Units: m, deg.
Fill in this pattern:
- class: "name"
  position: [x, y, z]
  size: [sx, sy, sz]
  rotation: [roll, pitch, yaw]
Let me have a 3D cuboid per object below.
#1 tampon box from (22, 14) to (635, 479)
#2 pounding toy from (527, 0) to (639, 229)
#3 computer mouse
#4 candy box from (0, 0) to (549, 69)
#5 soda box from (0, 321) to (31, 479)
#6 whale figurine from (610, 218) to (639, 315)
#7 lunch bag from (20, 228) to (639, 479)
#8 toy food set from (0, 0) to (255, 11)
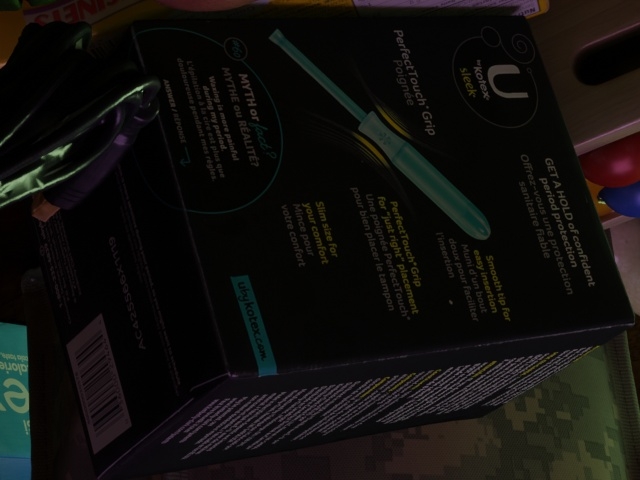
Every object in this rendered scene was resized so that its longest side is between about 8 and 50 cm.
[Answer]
- class: "tampon box"
  position: [0.000, 0.000, 0.653]
  size: [0.161, 0.120, 0.101]
  rotation: [-5, 160, -34]
- class: "pounding toy"
  position: [0.141, -0.058, 0.723]
  size: [0.141, 0.100, 0.130]
  rotation: [-22, 161, 14]
- class: "computer mouse"
  position: [-0.151, 0.022, 0.578]
  size: [0.184, 0.060, 0.262]
  rotation: [-41, 177, -40]
- class: "candy box"
  position: [-0.027, -0.074, 0.655]
  size: [0.206, 0.027, 0.105]
  rotation: [-18, 164, 5]
- class: "soda box"
  position: [-0.200, 0.073, 0.847]
  size: [0.067, 0.071, 0.210]
  rotation: [-29, 157, 27]
- class: "whale figurine"
  position: [0.228, -0.015, 0.920]
  size: [0.272, 0.141, 0.216]
  rotation: [6, 163, 10]
- class: "lunch bag"
  position: [0.013, 0.129, 0.797]
  size: [0.235, 0.287, 0.169]
  rotation: [6, 151, -26]
- class: "toy food set"
  position: [-0.058, -0.097, 0.497]
  size: [0.218, 0.071, 0.128]
  rotation: [-14, 161, -9]
